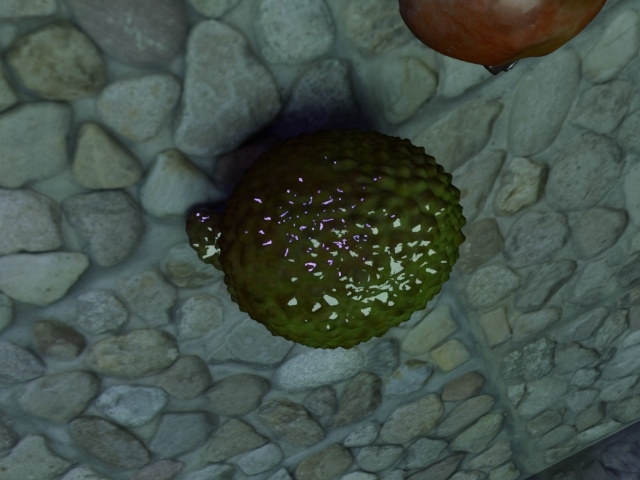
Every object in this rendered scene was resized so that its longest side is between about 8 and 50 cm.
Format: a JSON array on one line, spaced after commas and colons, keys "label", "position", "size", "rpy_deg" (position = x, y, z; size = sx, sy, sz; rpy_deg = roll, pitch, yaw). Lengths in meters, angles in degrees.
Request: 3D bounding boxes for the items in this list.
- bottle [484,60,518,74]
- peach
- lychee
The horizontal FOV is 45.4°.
[{"label": "bottle", "position": [0.247, -0.267, 0.895], "size": [0.060, 0.060, 0.164], "rpy_deg": [20, 122, -39]}, {"label": "peach", "position": [0.192, -0.283, 0.750], "size": [0.235, 0.214, 0.214], "rpy_deg": [-11, 137, -25]}, {"label": "lychee", "position": [0.009, -0.002, 0.893], "size": [0.269, 0.270, 0.320], "rpy_deg": [18, 135, -38]}]
